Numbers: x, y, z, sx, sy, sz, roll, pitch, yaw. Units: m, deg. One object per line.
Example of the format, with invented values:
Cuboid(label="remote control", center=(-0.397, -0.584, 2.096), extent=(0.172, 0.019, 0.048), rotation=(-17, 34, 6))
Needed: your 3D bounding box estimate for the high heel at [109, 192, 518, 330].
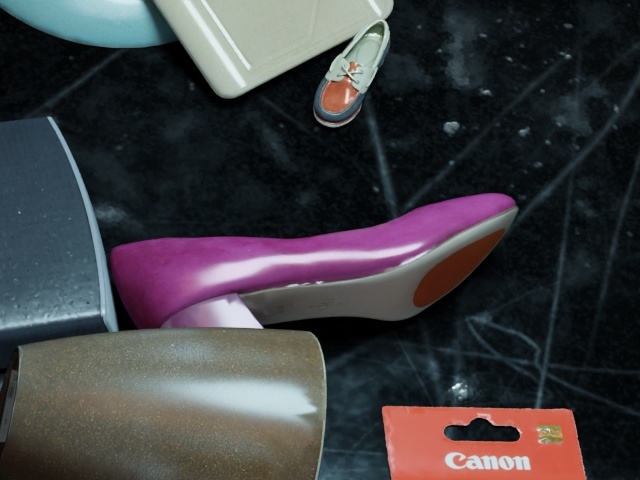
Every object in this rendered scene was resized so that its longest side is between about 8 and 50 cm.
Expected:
Cuboid(label="high heel", center=(0.000, 0.000, 1.730), extent=(0.377, 0.127, 0.181), rotation=(-25, 64, -29))

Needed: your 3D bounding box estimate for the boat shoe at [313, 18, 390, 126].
Cuboid(label="boat shoe", center=(0.033, -0.170, 1.920), extent=(0.049, 0.043, 0.137), rotation=(29, 53, 6))

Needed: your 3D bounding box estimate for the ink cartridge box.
Cuboid(label="ink cartridge box", center=(0.158, 0.233, 1.637), extent=(0.189, 0.066, 0.232), rotation=(2, 57, -12))

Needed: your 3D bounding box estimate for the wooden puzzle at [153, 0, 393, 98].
Cuboid(label="wooden puzzle", center=(-0.070, -0.276, 1.944), extent=(0.239, 0.044, 0.221), rotation=(-31, 85, -32))

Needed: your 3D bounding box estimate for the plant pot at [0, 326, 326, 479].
Cuboid(label="plant pot", center=(-0.138, 0.156, 1.500), extent=(0.230, 0.215, 0.215), rotation=(12, 51, -14))

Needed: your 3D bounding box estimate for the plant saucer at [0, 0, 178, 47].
Cuboid(label="plant saucer", center=(-0.221, -0.333, 1.983), extent=(0.318, 0.043, 0.317), rotation=(7, 52, -9))

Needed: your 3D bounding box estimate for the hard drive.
Cuboid(label="hard drive", center=(-0.282, -0.004, 1.709), extent=(0.172, 0.054, 0.254), rotation=(-7, 56, -19))
